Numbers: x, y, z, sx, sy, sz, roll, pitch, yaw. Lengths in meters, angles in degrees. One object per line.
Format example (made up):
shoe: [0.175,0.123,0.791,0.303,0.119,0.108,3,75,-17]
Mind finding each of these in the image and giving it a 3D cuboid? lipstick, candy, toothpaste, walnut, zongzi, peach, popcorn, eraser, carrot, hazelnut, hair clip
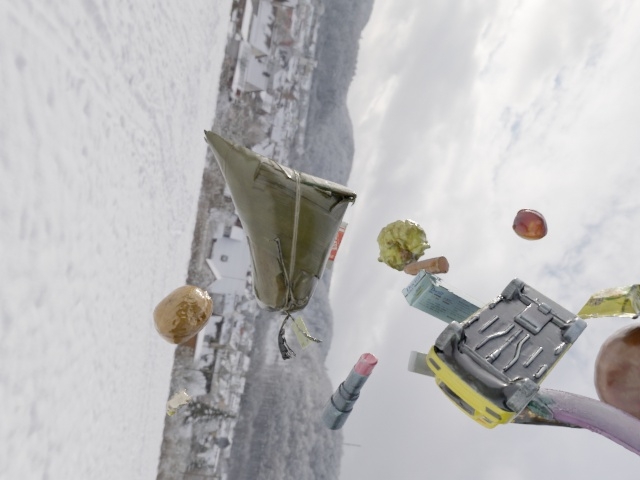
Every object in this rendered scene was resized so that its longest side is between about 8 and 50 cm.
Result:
lipstick: [0.055,0.284,0.824,0.053,0.054,0.234,-86,-168,-46]
candy: [0.940,0.190,1.378,0.187,0.298,0.081,-19,-92,53]
toothpaste: [0.351,0.175,1.119,0.089,0.313,0.071,-53,-151,20]
lipstick: [0.490,0.456,1.503,0.080,0.372,0.076,120,-16,-77]
walnut: [-0.379,0.204,1.217,0.180,0.144,0.144,-50,165,-40]
zongzi: [-0.151,0.007,1.010,0.181,0.419,0.446,-27,-139,64]
peach: [0.633,-0.045,1.324,0.101,0.101,0.100,-170,-90,-84]
popcorn: [0.343,0.026,1.850,0.235,0.181,0.216,-50,-127,10]
eraser: [0.000,0.000,1.697,0.038,0.158,0.230,-65,175,-50]
carrot: [0.274,0.072,1.158,0.139,0.048,0.048,-17,-120,56]
hazelnut: [1.006,0.426,1.305,0.366,0.367,0.365,-170,-90,-84]
hair clip: [0.569,0.379,0.918,0.110,0.359,0.095,80,23,-79]

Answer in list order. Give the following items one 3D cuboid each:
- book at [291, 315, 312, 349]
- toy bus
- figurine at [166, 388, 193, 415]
book: [-0.072,0.357,1.700,0.110,0.014,0.077,62,-40,21]
toy bus: [0.296,0.187,0.716,0.144,0.330,0.152,39,-50,31]
figurine: [-0.400,0.461,1.233,0.083,0.047,0.050,-19,136,-60]
